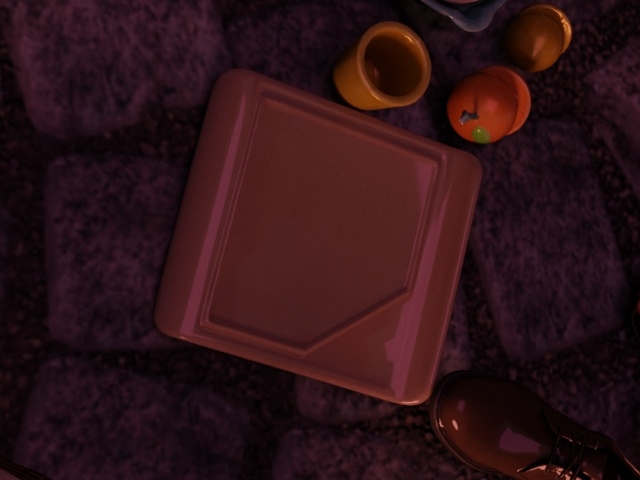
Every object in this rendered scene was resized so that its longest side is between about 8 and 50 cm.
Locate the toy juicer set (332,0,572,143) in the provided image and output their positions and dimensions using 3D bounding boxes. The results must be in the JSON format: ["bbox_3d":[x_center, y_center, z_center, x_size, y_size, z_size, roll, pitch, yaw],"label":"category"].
[{"bbox_3d":[0.140,-0.238,1.269,0.209,0.089,0.329,20,73,-24],"label":"toy juicer set"}]

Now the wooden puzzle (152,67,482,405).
[{"bbox_3d":[0.000,0.000,1.214,0.239,0.044,0.221,18,78,-18],"label":"wooden puzzle"}]

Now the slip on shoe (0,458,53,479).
[{"bbox_3d":[-0.230,0.172,1.041,0.051,0.135,0.041,27,82,-60],"label":"slip on shoe"}]

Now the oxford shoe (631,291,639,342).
[{"bbox_3d":[0.344,0.032,1.330,0.130,0.123,0.348,0,84,-20],"label":"oxford shoe"}]

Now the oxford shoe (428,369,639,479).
[{"bbox_3d":[0.189,0.168,1.241,0.227,0.096,0.082,27,76,-27],"label":"oxford shoe"}]
